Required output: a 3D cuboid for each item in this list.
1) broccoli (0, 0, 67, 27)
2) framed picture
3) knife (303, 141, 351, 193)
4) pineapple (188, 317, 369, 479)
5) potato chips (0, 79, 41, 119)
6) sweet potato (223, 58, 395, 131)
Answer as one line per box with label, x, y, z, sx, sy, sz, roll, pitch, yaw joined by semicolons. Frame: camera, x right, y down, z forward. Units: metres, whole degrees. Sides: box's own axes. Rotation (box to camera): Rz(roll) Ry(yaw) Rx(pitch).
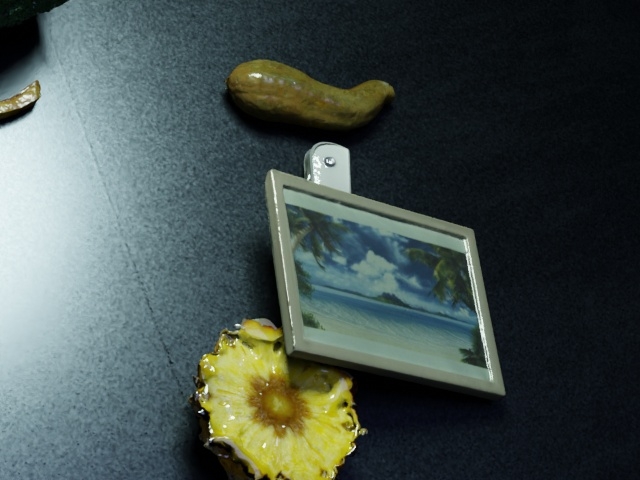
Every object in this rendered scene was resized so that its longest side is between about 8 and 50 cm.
broccoli;-0.387;-0.361;1.929;0.269;0.269;0.254;6;24;-24
framed picture;0.075;0.054;2.011;0.315;0.024;0.232;14;54;-35
knife;0.003;0.000;2.044;0.073;0.040;0.265;14;58;-18
pineapple;-0.053;0.187;1.890;0.225;0.076;0.224;14;57;-23
potato chips;-0.394;-0.141;1.936;0.204;0.026;0.037;-19;70;-32
sweet potato;-0.004;-0.172;2.127;0.233;0.062;0.081;5;60;-27
